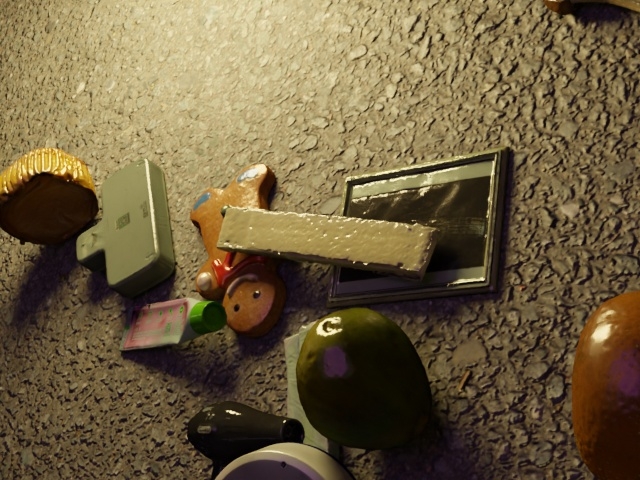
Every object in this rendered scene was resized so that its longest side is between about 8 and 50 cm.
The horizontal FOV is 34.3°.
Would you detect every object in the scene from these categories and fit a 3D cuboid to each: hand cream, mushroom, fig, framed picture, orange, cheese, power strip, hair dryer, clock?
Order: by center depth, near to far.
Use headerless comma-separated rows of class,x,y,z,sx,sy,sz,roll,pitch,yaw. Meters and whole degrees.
orange,0.371,0.162,1.153,0.179,0.158,0.237,3,66,23
clock,-0.046,0.387,1.368,0.230,0.083,0.230,1,91,28
fig,0.061,0.189,1.379,0.191,0.181,0.181,35,91,21
mushroom,0.401,-0.346,1.481,0.187,0.061,0.060,18,74,39
hair dryer,-0.115,0.370,1.500,0.235,0.091,0.272,-8,75,48
framed picture,0.138,-0.018,1.540,0.293,0.018,0.231,-9,62,36
cheese,-0.001,-0.002,1.589,0.400,0.034,0.085,9,72,36
hand cream,-0.258,0.141,1.746,0.275,0.050,0.079,-13,33,48
power strip,-0.365,-0.011,1.918,0.193,0.059,0.265,-28,51,20

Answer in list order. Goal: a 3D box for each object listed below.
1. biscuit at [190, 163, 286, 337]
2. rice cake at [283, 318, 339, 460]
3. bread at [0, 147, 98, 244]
biscuit,-0.131,0.016,1.725,0.205,0.049,0.324,-28,53,24
rice cake,-0.017,0.227,1.515,0.080,0.042,0.222,-26,55,33
bread,-0.535,-0.089,2.014,0.199,0.199,0.104,-36,47,18
